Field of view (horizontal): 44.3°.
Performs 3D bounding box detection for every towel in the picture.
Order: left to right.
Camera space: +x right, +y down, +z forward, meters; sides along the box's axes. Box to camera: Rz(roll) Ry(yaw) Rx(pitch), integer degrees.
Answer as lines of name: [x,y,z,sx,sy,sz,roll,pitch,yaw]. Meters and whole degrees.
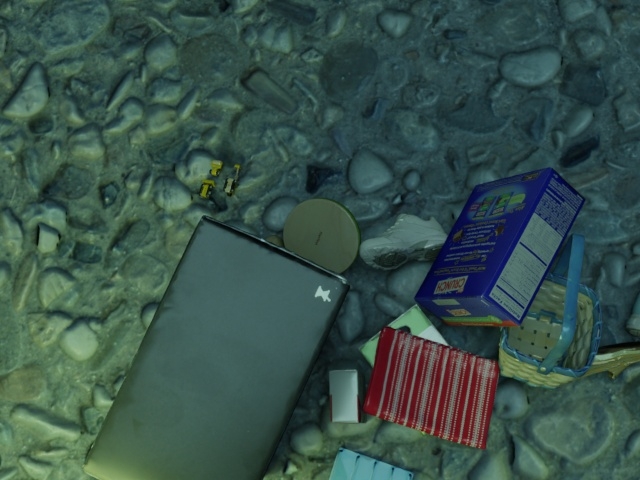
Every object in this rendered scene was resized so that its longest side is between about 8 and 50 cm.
towel: [0.237,0.308,1.664,0.275,0.031,0.198,17,68,0]

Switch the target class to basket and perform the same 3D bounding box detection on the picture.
basket: [0.476,0.155,1.610,0.201,0.289,0.254,14,57,11]

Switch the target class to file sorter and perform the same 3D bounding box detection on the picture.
file sorter: [0.100,0.523,1.663,0.170,0.104,0.118,17,79,9]

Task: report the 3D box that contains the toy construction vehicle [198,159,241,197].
toy construction vehicle: [-0.239,-0.143,1.898,0.086,0.035,0.098,9,74,18]

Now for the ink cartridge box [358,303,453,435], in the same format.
ink cartridge box: [0.220,0.285,1.736,0.171,0.056,0.235,-37,74,-5]

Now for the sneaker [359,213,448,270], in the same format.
sneaker: [0.180,-0.005,1.779,0.232,0.090,0.115,-7,57,-28]

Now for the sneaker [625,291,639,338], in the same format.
sneaker: [0.849,0.185,1.662,0.366,0.135,0.150,20,82,9]

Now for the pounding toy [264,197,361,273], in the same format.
pounding toy: [0.000,0.000,1.817,0.237,0.110,0.183,-39,86,25]

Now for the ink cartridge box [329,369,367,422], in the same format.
ink cartridge box: [0.060,0.337,1.689,0.063,0.150,0.109,-4,76,8]

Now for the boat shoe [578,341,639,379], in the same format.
boat shoe: [0.633,0.265,1.705,0.190,0.068,0.072,-10,88,13]

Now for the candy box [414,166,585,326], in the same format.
candy box: [0.369,0.021,1.652,0.122,0.268,0.317,38,73,-16]

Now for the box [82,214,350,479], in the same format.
box: [-0.166,0.243,1.528,0.297,0.472,0.479,25,86,1]
